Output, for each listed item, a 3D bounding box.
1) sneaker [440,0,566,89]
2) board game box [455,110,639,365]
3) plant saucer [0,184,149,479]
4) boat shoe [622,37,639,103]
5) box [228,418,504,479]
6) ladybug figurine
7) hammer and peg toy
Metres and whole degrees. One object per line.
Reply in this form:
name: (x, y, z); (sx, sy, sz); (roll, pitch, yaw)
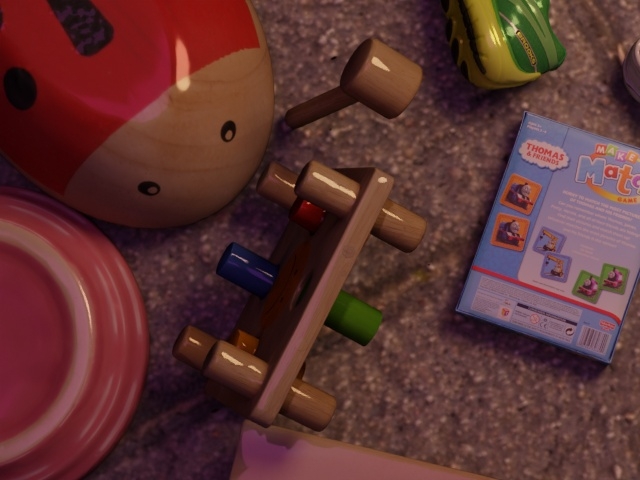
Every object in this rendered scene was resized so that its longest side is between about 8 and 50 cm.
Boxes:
sneaker: (0.177, -0.291, 1.899); (0.123, 0.109, 0.295); (-4, 77, -20)
board game box: (0.242, -0.003, 1.869); (0.160, 0.039, 0.211); (19, 85, 8)
plant saucer: (-0.339, 0.104, 1.895); (0.332, 0.084, 0.332); (-1, 82, 5)
boat shoe: (0.406, -0.115, 1.844); (0.258, 0.084, 0.095); (29, 86, 9)
box: (0.070, 0.265, 1.798); (0.311, 0.148, 0.121); (13, 83, 6)
ladybug figurine: (-0.234, -0.216, 1.888); (0.305, 0.162, 0.449); (-41, 79, 0)
hammer and peg toy: (0.000, 0.000, 1.799); (0.127, 0.266, 0.361); (28, 84, -12)
